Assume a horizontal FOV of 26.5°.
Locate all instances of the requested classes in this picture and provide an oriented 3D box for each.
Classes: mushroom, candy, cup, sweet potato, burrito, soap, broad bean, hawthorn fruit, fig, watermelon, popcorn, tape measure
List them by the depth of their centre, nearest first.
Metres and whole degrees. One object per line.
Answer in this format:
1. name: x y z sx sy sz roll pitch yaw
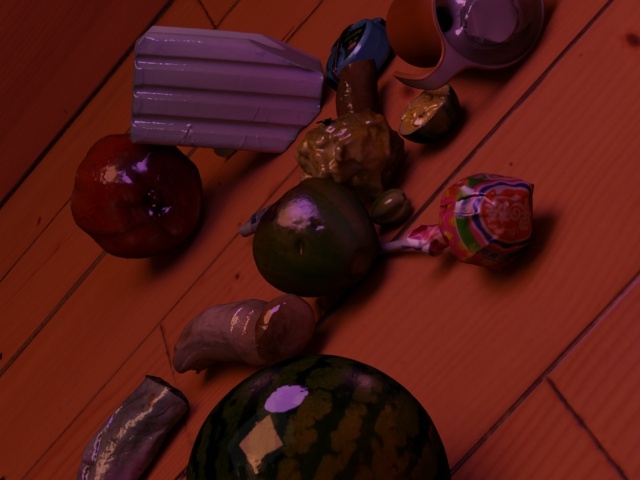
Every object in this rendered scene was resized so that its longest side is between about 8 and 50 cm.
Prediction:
1. watermelon: -0.002 0.266 1.455 0.285 0.285 0.285 -40 27 25
2. candy: 0.160 -0.010 1.792 0.124 0.124 0.365 -60 17 -17
3. fig: 0.000 0.000 1.956 0.181 0.181 0.191 -54 43 -3
4. broad bean: 0.101 -0.049 1.992 0.063 0.045 0.083 -53 16 -5
5. watermelon: 0.168 -0.183 2.027 0.105 0.062 0.105 -39 20 17
6. mushroom: -0.122 0.143 2.046 0.122 0.095 0.351 -56 18 -25
7. cup: 0.196 -0.320 2.049 0.226 0.182 0.264 -56 17 -11
8. popcorn: 0.041 -0.131 2.055 0.173 0.173 0.142 -149 60 -66
9. burrito: -0.308 0.321 2.163 0.229 0.089 0.144 -55 21 -9
10. sweet potato: 0.059 -0.204 2.235 0.077 0.077 0.243 -32 41 39
11. tape measure: 0.066 -0.330 2.390 0.125 0.081 0.146 -29 33 47
12. soap: -0.173 -0.278 2.499 0.115 0.347 0.208 -102 17 -70
13. hawthorn fruit: -0.342 -0.074 2.563 0.254 0.254 0.300 -51 24 4

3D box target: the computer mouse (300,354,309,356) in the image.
1. computer mouse: -0.070 0.259 1.860 0.245 0.056 0.126 -60 25 -14

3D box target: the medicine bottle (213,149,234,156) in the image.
1. medicine bottle: -0.192 -0.206 2.720 0.047 0.047 0.083 -41 25 23

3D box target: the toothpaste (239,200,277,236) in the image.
1. toothpaste: -0.058 -0.053 2.288 0.216 0.037 0.062 -28 33 36
